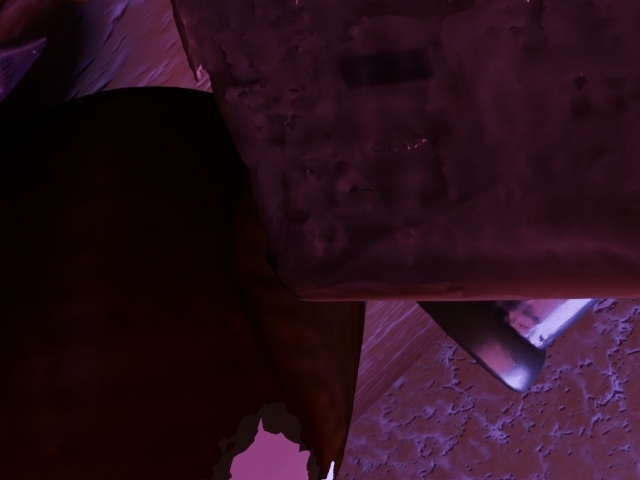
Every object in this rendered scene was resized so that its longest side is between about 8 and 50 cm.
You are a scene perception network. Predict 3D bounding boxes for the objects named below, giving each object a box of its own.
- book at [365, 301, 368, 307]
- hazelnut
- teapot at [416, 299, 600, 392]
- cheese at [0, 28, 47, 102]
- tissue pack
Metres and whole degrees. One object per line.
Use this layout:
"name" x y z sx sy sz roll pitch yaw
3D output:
"book" -0.067 0.174 1.840 0.310 0.021 0.217 -42 169 -14
"hazelnut" -0.089 0.046 0.727 0.229 0.229 0.229 -43 170 -9
"teapot" 0.206 -0.078 1.359 0.337 0.200 0.270 -42 -148 10
"cheese" -0.155 -0.035 0.548 0.105 0.042 0.191 -46 173 17
"tissue pack" 0.105 -0.145 0.636 0.305 0.238 0.238 -49 177 -48
